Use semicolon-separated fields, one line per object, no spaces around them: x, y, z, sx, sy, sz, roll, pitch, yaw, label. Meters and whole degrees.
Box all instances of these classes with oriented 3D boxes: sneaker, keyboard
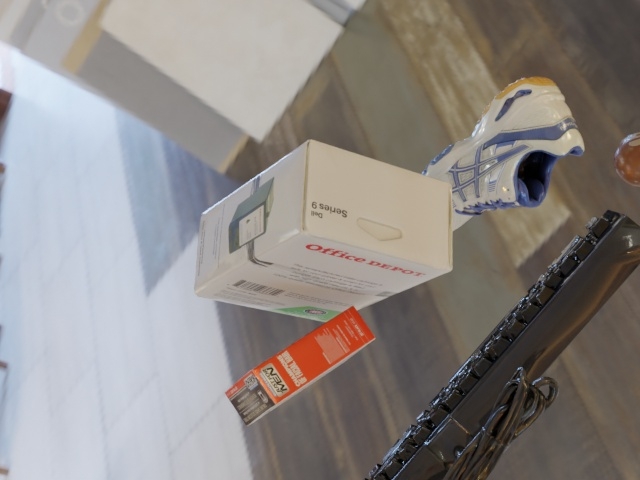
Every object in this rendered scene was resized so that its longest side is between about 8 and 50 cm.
0.230;-0.080;1.490;0.296;0.111;0.131;-53;54;44;sneaker
0.073;0.110;0.639;0.317;0.033;0.201;-51;1;8;keyboard

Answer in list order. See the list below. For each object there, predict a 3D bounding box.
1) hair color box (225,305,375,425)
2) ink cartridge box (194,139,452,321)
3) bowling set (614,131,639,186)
-0.024;0.150;1.341;0.053;0.167;0.093;55;144;6;hair color box
0.000;0.000;1.384;0.289;0.211;0.122;-28;54;54;ink cartridge box
0.388;-0.063;1.034;0.154;0.200;0.287;-54;-7;26;bowling set
